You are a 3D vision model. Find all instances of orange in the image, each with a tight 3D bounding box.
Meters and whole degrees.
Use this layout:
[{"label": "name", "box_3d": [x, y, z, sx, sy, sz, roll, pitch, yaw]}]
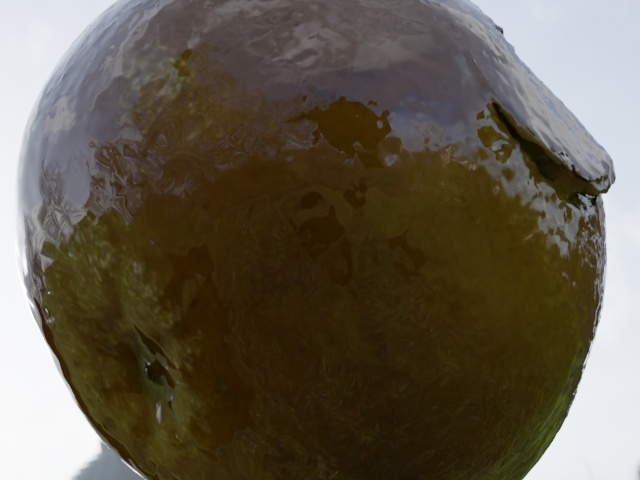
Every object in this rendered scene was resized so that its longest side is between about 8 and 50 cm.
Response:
[{"label": "orange", "box_3d": [0.000, 0.000, 0.419, 0.134, 0.155, 0.155, -34, -8, -42]}]
